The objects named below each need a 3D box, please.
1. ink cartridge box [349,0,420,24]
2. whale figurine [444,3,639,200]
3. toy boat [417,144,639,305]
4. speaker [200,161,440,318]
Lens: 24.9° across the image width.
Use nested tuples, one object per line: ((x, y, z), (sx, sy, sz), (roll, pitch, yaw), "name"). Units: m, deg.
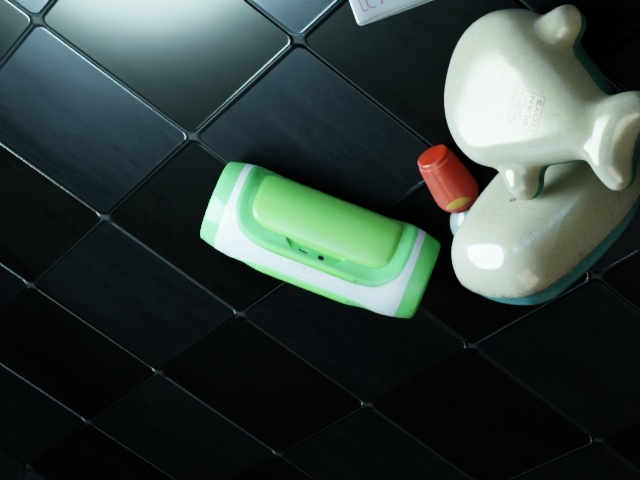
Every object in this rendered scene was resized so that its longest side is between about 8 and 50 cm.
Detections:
((0.176, -0.287, 1.400), (0.186, 0.311, 0.065), (-16, 95, 36), "ink cartridge box")
((0.258, -0.144, 1.549), (0.272, 0.141, 0.216), (30, 115, 46), "whale figurine")
((0.242, -0.033, 1.701), (0.148, 0.267, 0.318), (54, 162, -27), "toy boat")
((0.000, 0.000, 1.890), (0.297, 0.131, 0.131), (21, 140, 2), "speaker")
